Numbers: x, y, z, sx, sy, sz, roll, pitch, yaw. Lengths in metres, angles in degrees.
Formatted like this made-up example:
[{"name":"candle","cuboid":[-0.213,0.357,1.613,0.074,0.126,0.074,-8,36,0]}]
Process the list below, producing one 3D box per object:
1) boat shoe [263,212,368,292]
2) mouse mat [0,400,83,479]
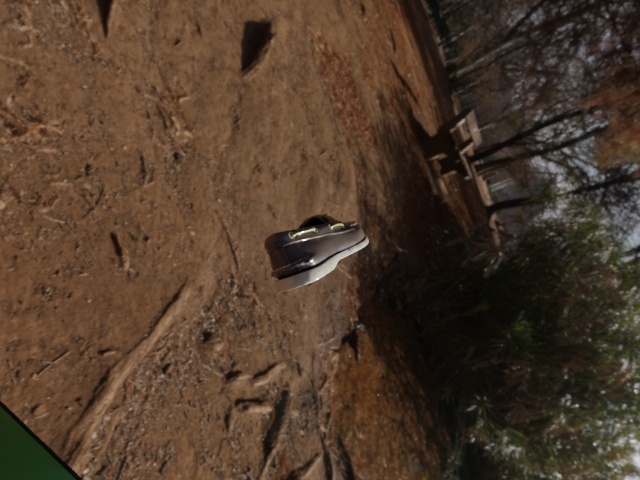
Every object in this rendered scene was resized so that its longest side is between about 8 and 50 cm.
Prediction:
[{"name":"boat shoe","cuboid":[0.000,0.000,0.892,0.324,0.116,0.097,-30,98,-61]},{"name":"mouse mat","cuboid":[-0.316,0.246,0.428,0.152,0.189,0.007,-42,152,-41]}]
